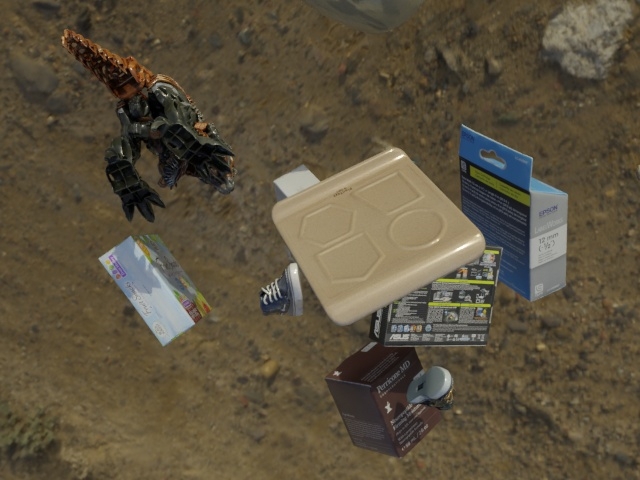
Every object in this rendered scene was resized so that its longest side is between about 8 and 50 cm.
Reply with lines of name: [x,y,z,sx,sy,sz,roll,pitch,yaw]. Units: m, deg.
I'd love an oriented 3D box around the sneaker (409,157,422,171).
sneaker: [0.192,-0.118,2.000,0.101,0.106,0.267,27,117,-24]

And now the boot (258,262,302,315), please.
boot: [-0.080,0.105,1.397,0.086,0.069,0.190,-5,151,-3]

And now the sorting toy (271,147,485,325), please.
sorting toy: [0.061,-0.009,0.839,0.193,0.208,0.038,-26,136,-6]

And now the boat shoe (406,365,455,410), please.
boat shoe: [0.248,0.305,1.458,0.083,0.065,0.183,16,157,-10]

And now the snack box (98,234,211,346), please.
snack box: [-0.271,0.077,1.200,0.070,0.207,0.174,-36,91,-2]

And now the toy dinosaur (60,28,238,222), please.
toy dinosaur: [-0.229,-0.153,0.983,0.322,0.218,0.164,22,125,-33]

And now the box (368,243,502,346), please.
box: [0.239,0.105,1.455,0.270,0.060,0.216,4,96,-29]

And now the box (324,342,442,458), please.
box: [0.150,0.374,1.688,0.167,0.168,0.203,-3,115,51]

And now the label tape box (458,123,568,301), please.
label tape box: [0.425,-0.075,1.581,0.115,0.249,0.347,-19,121,-19]

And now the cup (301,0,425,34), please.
cup: [0.094,-0.568,1.456,0.331,0.331,0.237,-25,131,27]

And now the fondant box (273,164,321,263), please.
fondant box: [0.000,0.000,1.810,0.238,0.096,0.330,48,160,30]

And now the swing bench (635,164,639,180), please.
swing bench: [0.411,-0.050,0.543,0.255,0.253,0.165,-36,88,22]
